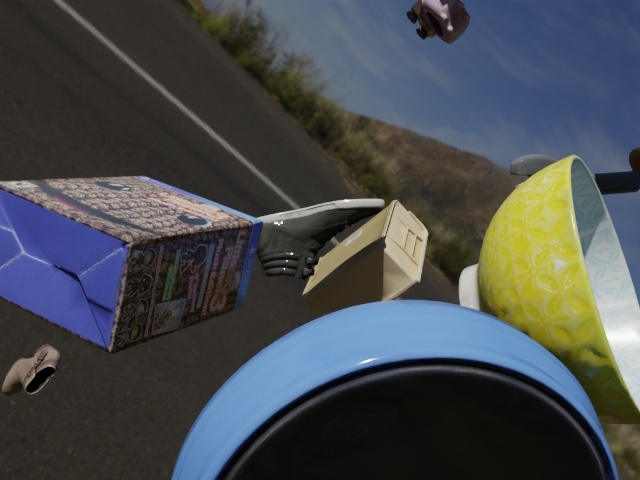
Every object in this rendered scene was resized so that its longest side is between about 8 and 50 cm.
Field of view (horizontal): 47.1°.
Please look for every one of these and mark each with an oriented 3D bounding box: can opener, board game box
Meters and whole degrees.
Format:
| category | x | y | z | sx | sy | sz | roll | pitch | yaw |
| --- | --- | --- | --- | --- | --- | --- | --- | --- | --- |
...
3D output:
| category | x | y | z | sx | sy | sz | roll | pitch | yaw |
| --- | --- | --- | --- | --- | --- | --- | --- | --- | --- |
| can opener | 0.524 | -0.128 | 1.499 | 0.074 | 0.280 | 0.093 | -164 | -105 | -72 |
| board game box | -0.258 | 0.015 | 0.992 | 0.232 | 0.141 | 0.291 | 20 | 14 | 22 |

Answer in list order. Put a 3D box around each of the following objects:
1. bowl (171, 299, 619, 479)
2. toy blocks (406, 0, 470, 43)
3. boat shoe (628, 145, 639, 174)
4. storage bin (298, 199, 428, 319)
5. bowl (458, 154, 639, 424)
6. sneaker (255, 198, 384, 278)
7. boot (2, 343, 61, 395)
| category | x | y | z | sx | sy | sz | roll | pitch | yaw |
| --- | --- | --- | --- | --- | --- | --- | --- | --- | --- |
| bowl | 0.069 | 0.244 | 0.620 | 0.391 | 0.391 | 0.077 | 47 | 5 | -19 |
| toy blocks | 0.239 | -0.455 | 0.983 | 0.288 | 0.309 | 0.260 | 50 | 2 | -27 |
| boat shoe | 0.769 | -0.093 | 1.585 | 0.277 | 0.096 | 0.098 | 63 | -11 | -12 |
| storage bin | 0.105 | 0.060 | 1.707 | 0.123 | 0.262 | 0.260 | 46 | 28 | -11 |
| bowl | 0.247 | 0.067 | 0.807 | 0.289 | 0.156 | 0.290 | 38 | 43 | -46 |
| sneaker | 0.000 | 0.000 | 1.527 | 0.104 | 0.295 | 0.147 | 6 | 71 | -82 |
| boot | -0.444 | 0.210 | 1.122 | 0.042 | 0.118 | 0.087 | 40 | 2 | -28 |
